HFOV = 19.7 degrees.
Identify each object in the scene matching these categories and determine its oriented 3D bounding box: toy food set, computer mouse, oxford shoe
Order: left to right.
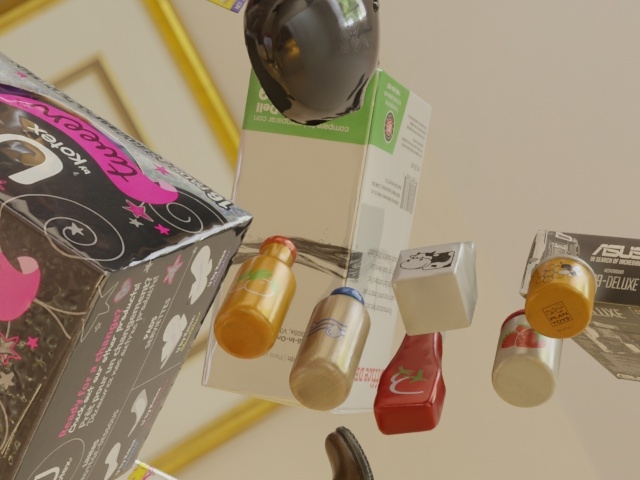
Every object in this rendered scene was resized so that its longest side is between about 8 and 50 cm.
[{"bbox_3d":[0.023,0.324,2.226,0.096,0.083,0.227,-6,-128,-4],"label":"oxford shoe"},{"bbox_3d":[0.024,-0.114,0.815,0.041,0.071,0.242,-16,-161,24],"label":"computer mouse"},{"bbox_3d":[0.062,0.044,1.147,0.232,0.111,0.104,-9,-151,18],"label":"toy food set"}]

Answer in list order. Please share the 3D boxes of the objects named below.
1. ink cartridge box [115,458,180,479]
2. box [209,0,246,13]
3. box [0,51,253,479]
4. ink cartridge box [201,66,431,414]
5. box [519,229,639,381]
[{"bbox_3d":[-0.261,0.331,2.048,0.117,0.278,0.201,0,-117,58],"label":"ink cartridge box"},{"bbox_3d":[-0.099,-0.237,1.306,0.105,0.179,0.043,-55,-132,16],"label":"box"},{"bbox_3d":[-0.188,0.000,0.857,0.163,0.247,0.142,-63,164,22],"label":"box"},{"bbox_3d":[0.000,0.000,1.614,0.121,0.289,0.211,9,177,15],"label":"ink cartridge box"},{"bbox_3d":[0.386,0.082,1.828,0.307,0.242,0.077,6,-111,38],"label":"box"}]
